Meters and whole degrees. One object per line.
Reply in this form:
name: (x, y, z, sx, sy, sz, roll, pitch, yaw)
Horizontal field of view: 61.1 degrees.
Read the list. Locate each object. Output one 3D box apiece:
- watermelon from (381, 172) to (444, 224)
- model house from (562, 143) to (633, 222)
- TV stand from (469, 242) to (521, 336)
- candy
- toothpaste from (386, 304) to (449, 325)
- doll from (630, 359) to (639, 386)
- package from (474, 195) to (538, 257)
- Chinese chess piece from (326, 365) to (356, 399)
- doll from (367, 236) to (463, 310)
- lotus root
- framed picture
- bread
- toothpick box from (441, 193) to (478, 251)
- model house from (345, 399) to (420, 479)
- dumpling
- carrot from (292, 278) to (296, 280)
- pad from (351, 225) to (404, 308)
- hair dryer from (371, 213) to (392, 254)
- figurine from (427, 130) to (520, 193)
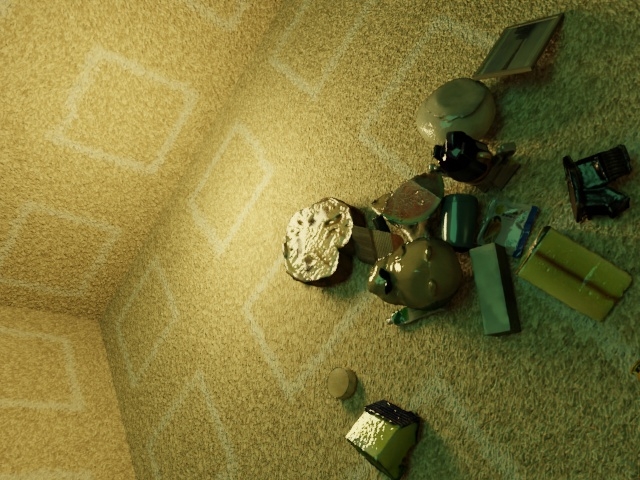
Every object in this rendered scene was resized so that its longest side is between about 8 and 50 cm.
watermelon: (0.339, -0.121, 1.853, 0.231, 0.128, 0.146, -48, 52, 29)
model house: (0.777, -0.157, 1.506, 0.164, 0.141, 0.203, -10, 88, 22)
TV stand: (0.530, 0.151, 1.646, 0.088, 0.083, 0.269, -20, 65, 39)
candy: (0.467, -0.427, 1.869, 0.296, 0.185, 0.295, -19, 41, 18)
toothpaste: (0.330, 0.245, 1.869, 0.248, 0.047, 0.078, -28, 54, 35)
doll: (0.810, 0.348, 1.297, 0.127, 0.073, 0.084, 46, 142, 50)
package: (0.586, -0.046, 1.716, 0.173, 0.027, 0.171, 24, 93, 52)
Chinese chess piece: (0.079, 0.532, 2.024, 0.122, 0.051, 0.122, -21, 59, 39)
doll: (0.296, 0.116, 1.784, 0.349, 0.247, 0.247, -17, 61, 64)
lotus root: (0.000, 0.000, 2.228, 0.375, 0.111, 0.390, 41, 102, 35)
framed picture: (0.653, -0.638, 1.791, 0.213, 0.016, 0.289, 6, 54, 49)
bread: (0.702, 0.092, 1.530, 0.264, 0.163, 0.167, 35, 102, 16)
toothpick box: (0.457, -0.054, 1.793, 0.120, 0.120, 0.184, -5, 74, 46)
model house: (0.221, 0.638, 1.791, 0.211, 0.170, 0.194, -49, 29, -19)
dumpling: (0.327, -0.091, 1.971, 0.166, 0.086, 0.332, -42, 44, 2)
carrot: (-0.056, 0.054, 2.345, 0.070, 0.070, 0.260, 22, 89, 49)
pad: (0.216, 0.113, 2.025, 0.250, 0.055, 0.323, 13, 108, 43)
hair dryer: (0.205, -0.007, 2.052, 0.195, 0.050, 0.173, -10, 107, 59)
figurine: (0.483, -0.247, 1.719, 0.308, 0.308, 0.143, -30, 59, 36)
